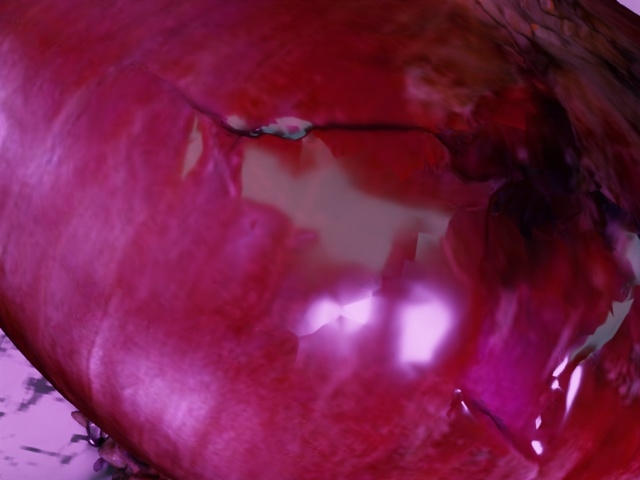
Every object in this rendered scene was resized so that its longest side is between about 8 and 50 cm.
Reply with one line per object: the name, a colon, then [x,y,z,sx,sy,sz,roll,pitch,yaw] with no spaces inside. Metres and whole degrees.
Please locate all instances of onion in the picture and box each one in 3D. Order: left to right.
onion: [0.000,0.000,0.647,0.348,0.285,0.347,25,27,-13]
